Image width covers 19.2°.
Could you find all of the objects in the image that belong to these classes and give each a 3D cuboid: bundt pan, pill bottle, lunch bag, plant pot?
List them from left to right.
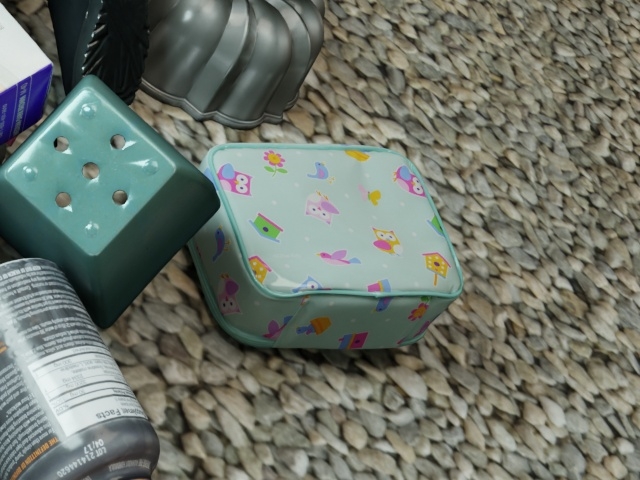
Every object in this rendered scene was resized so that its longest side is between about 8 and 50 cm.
[{"bbox_3d":[-0.217,0.146,1.555,0.130,0.130,0.246,-4,55,-48],"label":"pill bottle"},{"bbox_3d":[-0.198,-0.045,1.659,0.165,0.165,0.234,42,-8,2],"label":"plant pot"},{"bbox_3d":[-0.130,-0.289,2.156,0.330,0.124,0.331,26,36,-21],"label":"bundt pan"},{"bbox_3d":[0.000,0.000,1.946,0.279,0.108,0.224,1,50,-35],"label":"lunch bag"}]

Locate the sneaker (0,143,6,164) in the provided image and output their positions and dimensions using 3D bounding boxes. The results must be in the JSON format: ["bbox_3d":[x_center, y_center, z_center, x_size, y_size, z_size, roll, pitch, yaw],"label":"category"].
[{"bbox_3d":[-0.417,-0.150,1.728,0.270,0.090,0.145,49,31,6],"label":"sneaker"}]

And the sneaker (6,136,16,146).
[{"bbox_3d":[-0.321,-0.155,1.860,0.074,0.063,0.170,25,31,-24],"label":"sneaker"}]

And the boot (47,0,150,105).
[{"bbox_3d":[-0.279,-0.257,1.969,0.207,0.247,0.094,19,22,35],"label":"boot"}]

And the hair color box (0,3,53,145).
[{"bbox_3d":[-0.409,-0.106,1.539,0.339,0.110,0.185,-36,78,-25],"label":"hair color box"}]
